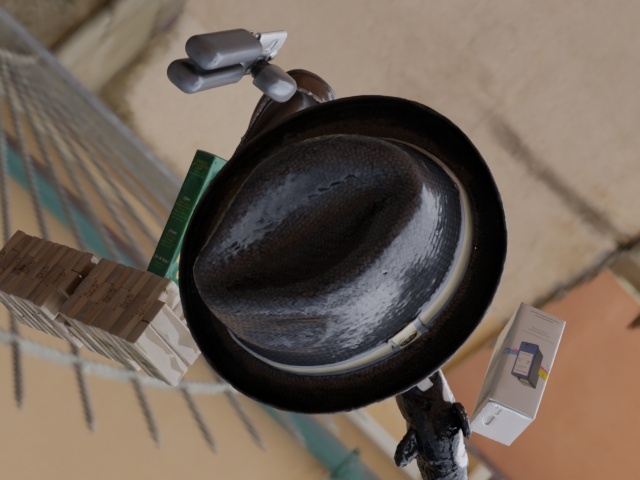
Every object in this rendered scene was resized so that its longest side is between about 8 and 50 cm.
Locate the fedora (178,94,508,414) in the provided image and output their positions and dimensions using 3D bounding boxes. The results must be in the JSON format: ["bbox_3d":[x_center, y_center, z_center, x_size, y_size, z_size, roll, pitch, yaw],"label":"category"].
[{"bbox_3d":[0.000,0.000,1.147,0.334,0.334,0.152,-46,160,3],"label":"fedora"}]

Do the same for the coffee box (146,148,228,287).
[{"bbox_3d":[-0.143,-0.013,1.580,0.040,0.113,0.184,23,-89,42],"label":"coffee box"}]

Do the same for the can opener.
[{"bbox_3d":[-0.094,-0.215,1.512,0.074,0.093,0.280,-51,170,19],"label":"can opener"}]

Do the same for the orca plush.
[{"bbox_3d":[0.140,0.301,1.781,0.102,0.287,0.151,-21,-151,-24],"label":"orca plush"}]

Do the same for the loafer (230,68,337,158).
[{"bbox_3d":[-0.082,-0.091,1.925,0.130,0.134,0.366,-73,-172,-66],"label":"loafer"}]

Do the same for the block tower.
[{"bbox_3d":[-0.276,0.076,1.498,0.335,0.097,0.091,16,-120,42],"label":"block tower"}]

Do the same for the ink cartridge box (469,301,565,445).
[{"bbox_3d":[0.354,0.245,2.258,0.154,0.093,0.212,109,6,-59],"label":"ink cartridge box"}]
